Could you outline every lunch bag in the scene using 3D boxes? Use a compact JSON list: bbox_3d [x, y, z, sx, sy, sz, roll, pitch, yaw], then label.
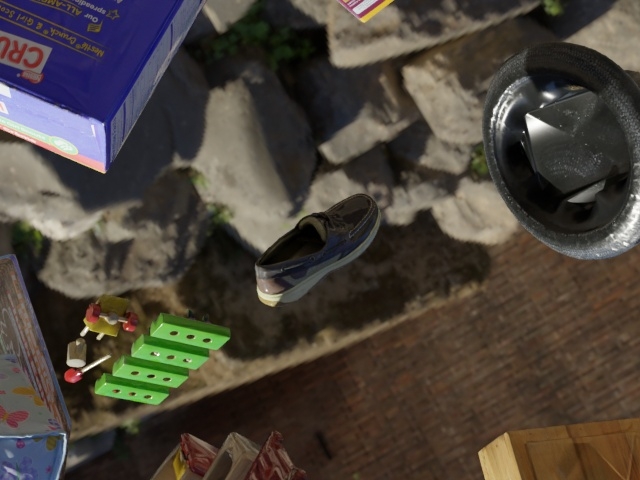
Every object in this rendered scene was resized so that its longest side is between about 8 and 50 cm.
[{"bbox_3d":[-0.145,0.099,0.463,0.053,0.071,0.083,7,109,-38],"label":"lunch bag"}]

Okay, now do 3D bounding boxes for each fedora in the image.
[{"bbox_3d":[0.373,-0.134,1.482,0.152,0.334,0.334,-21,165,-26],"label":"fedora"}]

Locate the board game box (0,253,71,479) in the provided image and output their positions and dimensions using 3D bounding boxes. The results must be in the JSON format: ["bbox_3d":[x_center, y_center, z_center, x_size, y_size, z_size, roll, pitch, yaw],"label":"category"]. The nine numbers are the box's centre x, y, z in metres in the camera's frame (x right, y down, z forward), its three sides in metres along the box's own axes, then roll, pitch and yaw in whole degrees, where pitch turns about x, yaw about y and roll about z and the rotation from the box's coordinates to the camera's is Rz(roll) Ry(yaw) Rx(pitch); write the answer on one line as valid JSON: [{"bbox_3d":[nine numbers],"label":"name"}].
[{"bbox_3d":[-0.286,0.124,0.657,0.232,0.141,0.291,-18,-171,-8],"label":"board game box"}]

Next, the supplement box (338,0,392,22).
[{"bbox_3d":[0.027,-0.353,1.280,0.104,0.081,0.188,-35,143,21],"label":"supplement box"}]

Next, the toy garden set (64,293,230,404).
[{"bbox_3d":[-0.280,0.157,1.620,0.204,0.049,0.244,16,141,-29],"label":"toy garden set"}]

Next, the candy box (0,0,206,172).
[{"bbox_3d":[-0.265,-0.263,1.110,0.122,0.268,0.317,108,6,-65],"label":"candy box"}]

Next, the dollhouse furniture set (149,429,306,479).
[{"bbox_3d":[-0.010,0.242,0.878,0.152,0.201,0.374,-59,-167,-2],"label":"dollhouse furniture set"}]

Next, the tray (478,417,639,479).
[{"bbox_3d":[0.312,0.384,1.078,0.203,0.411,0.076,-1,153,-24],"label":"tray"}]

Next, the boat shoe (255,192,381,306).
[{"bbox_3d":[0.000,0.000,1.000,0.152,0.056,0.049,-44,140,-30],"label":"boat shoe"}]
